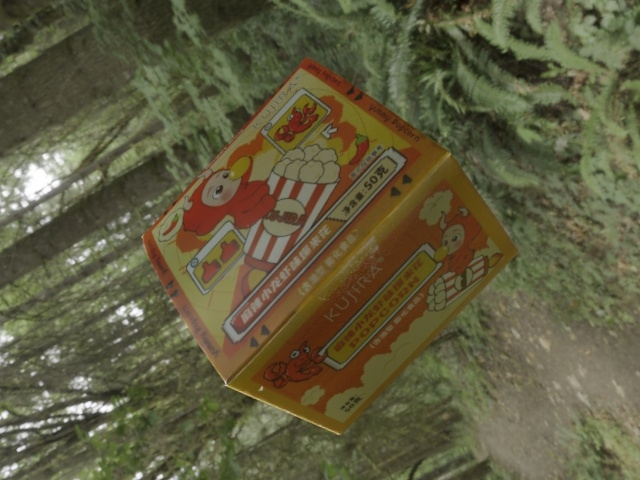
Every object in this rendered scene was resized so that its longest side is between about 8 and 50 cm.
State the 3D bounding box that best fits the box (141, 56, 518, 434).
[{"bbox_3d":[0.000,0.000,0.683,0.214,0.283,0.259,38,-174,-44],"label":"box"}]
